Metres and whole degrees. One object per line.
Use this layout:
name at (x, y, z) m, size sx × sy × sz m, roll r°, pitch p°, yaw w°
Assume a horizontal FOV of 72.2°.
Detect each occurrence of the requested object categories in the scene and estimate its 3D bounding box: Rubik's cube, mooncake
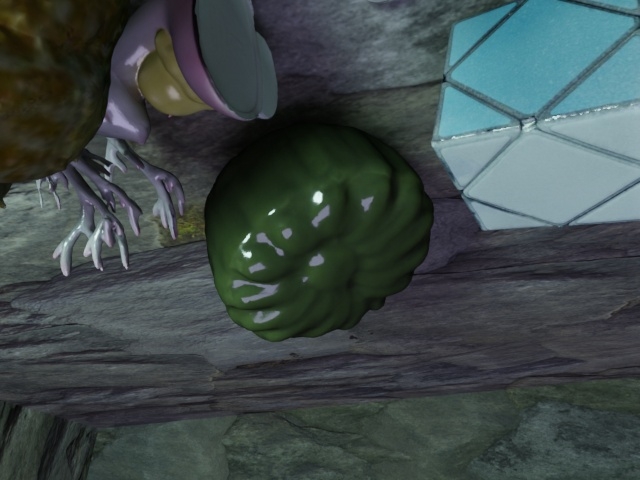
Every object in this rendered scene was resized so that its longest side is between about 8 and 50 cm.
Rubik's cube at (0.273, -0.149, 0.525) m, size 0.205 × 0.205 × 0.207 m, roll -4°, pitch 151°, yaw 35°
mooncake at (0.000, 0.000, 0.689) m, size 0.356 × 0.194 × 0.356 m, roll -20°, pitch 143°, yaw -16°

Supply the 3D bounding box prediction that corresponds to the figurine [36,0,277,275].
figurine at (-0.208, -0.127, 0.521) m, size 0.316 × 0.206 × 0.284 m, roll -13°, pitch 103°, yaw 27°

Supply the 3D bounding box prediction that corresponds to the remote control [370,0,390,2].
remote control at (0.108, -0.348, 0.425) m, size 0.077 × 0.022 × 0.245 m, roll 17°, pitch 142°, yaw -22°

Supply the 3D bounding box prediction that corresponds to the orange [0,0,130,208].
orange at (-0.257, -0.170, 0.316) m, size 0.210 × 0.271 × 0.368 m, roll 15°, pitch 103°, yaw -17°
